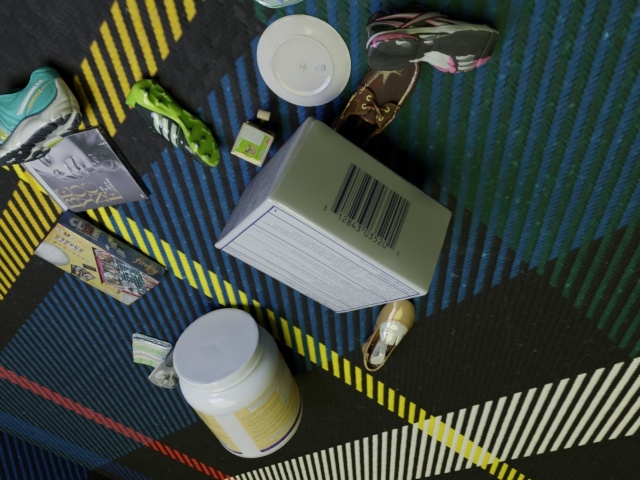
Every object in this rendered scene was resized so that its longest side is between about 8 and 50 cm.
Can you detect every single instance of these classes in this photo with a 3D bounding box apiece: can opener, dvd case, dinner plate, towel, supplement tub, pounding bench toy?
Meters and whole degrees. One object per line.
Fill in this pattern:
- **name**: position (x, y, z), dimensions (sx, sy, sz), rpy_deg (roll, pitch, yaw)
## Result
- **can opener**: position (-0.373, 0.303, 1.386), dimensions (0.075, 0.095, 0.283), rpy_deg (31, 121, -16)
- **dvd case**: position (-0.463, -0.129, 0.996), dimensions (0.221, 0.018, 0.165), rpy_deg (-7, 133, 22)
- **dinner plate**: position (-0.026, -0.256, 0.751), dimensions (0.141, 0.017, 0.141), rpy_deg (7, 137, 6)
- **towel**: position (-0.478, 0.321, 1.456), dimensions (0.113, 0.023, 0.152), rpy_deg (19, 137, -4)
- **supplement tub**: position (-0.193, 0.346, 1.248), dimensions (0.240, 0.241, 0.332), rpy_deg (-2, 134, 17)
- **pounding bench toy**: position (-0.101, -0.171, 0.829), dimensions (0.052, 0.065, 0.083), rpy_deg (24, 105, -9)

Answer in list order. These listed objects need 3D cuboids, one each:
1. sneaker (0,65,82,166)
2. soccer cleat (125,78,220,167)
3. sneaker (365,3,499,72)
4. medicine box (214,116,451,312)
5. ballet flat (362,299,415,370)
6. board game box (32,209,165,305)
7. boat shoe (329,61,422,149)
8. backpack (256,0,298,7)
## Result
- **sneaker**: position (-0.520, -0.202, 0.892), dimensions (0.275, 0.107, 0.110), rpy_deg (-22, 93, 25)
- **soccer cleat**: position (-0.241, -0.188, 0.854), dimensions (0.072, 0.060, 0.179), rpy_deg (-22, 120, 44)
- **sneaker**: position (0.141, -0.269, 0.657), dimensions (0.178, 0.077, 0.072), rpy_deg (-2, 155, -14)
- **medicine box**: position (0.008, -0.017, 0.827), dimensions (0.263, 0.149, 0.289), rpy_deg (31, 156, -16)
- **ballet flat**: position (0.151, 0.217, 1.144), dimensions (0.080, 0.073, 0.232), rpy_deg (16, 136, -2)
- **board game box**: position (-0.494, 0.046, 1.154), dimensions (0.243, 0.042, 0.165), rpy_deg (37, 134, -26)
- **boat shoe**: position (0.075, -0.190, 0.751), dimensions (0.073, 0.073, 0.207), rpy_deg (29, 133, -12)
- **backpack**: position (-0.070, -0.360, 0.586), dimensions (0.151, 0.115, 0.182), rpy_deg (-25, 127, 31)
